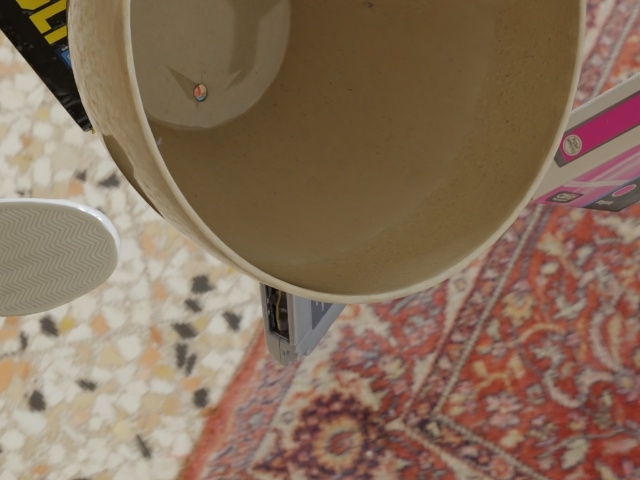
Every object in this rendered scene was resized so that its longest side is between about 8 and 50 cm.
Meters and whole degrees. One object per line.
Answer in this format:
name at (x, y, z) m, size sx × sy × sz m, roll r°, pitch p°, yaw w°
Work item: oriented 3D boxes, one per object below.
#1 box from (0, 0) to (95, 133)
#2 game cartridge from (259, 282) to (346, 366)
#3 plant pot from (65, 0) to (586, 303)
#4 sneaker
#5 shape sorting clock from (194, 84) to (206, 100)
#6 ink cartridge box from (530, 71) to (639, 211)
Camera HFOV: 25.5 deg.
box at (-0.132, -0.242, 0.992) m, size 0.257 × 0.322 × 0.079 m, roll -26°, pitch 56°, yaw 4°
game cartridge at (0.000, 0.000, 1.673) m, size 0.060 × 0.294 × 0.196 m, roll 30°, pitch 58°, yaw 21°
plant pot at (-0.025, -0.120, 0.767) m, size 0.284 × 0.191 × 0.284 m, roll -6°, pitch 101°, yaw -36°
sneaker at (-0.305, 0.008, 1.288) m, size 0.292 × 0.169 × 0.108 m, roll -12°, pitch 104°, yaw 12°
shape sorting clock at (-0.174, -0.183, 1.576) m, size 0.040 × 0.206 × 0.206 m, roll -19°, pitch 82°, yaw -35°
ink cartridge box at (0.355, -0.131, 1.188) m, size 0.175 × 0.371 × 0.069 m, roll 4°, pitch 60°, yaw -53°
